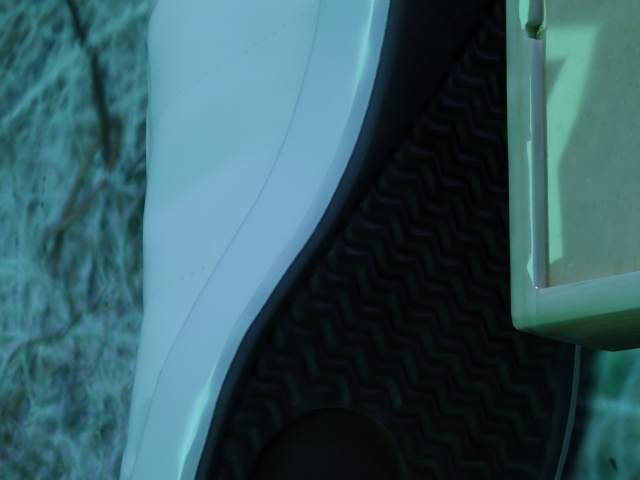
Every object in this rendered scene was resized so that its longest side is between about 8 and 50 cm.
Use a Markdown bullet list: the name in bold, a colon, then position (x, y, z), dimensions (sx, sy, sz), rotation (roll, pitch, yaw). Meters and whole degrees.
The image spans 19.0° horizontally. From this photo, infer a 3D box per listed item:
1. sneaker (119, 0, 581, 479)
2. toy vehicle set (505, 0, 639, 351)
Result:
- **sneaker**: position (0.000, 0.000, 0.501), dimensions (0.123, 0.106, 0.290), rotation (-1, 71, 57)
- **toy vehicle set**: position (0.144, -0.078, 0.345), dimensions (0.266, 0.035, 0.166), rotation (-12, 71, 45)
